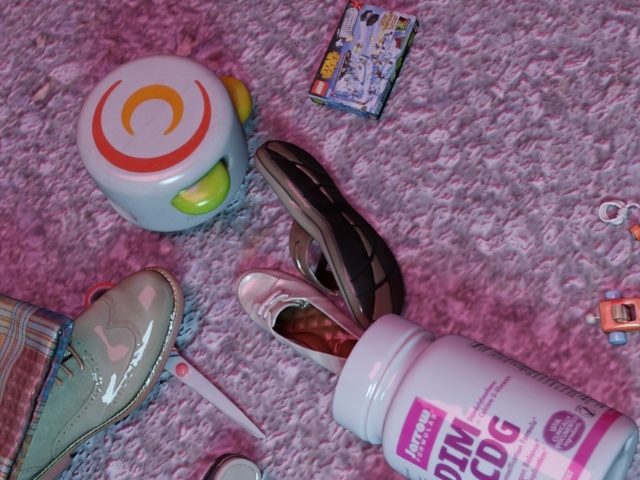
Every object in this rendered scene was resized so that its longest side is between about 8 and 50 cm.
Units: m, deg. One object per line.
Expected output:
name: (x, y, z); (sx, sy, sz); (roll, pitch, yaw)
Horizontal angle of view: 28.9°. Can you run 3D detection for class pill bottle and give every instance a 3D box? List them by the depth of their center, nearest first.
pill bottle: (0.164, 0.194, 1.273); (0.283, 0.160, 0.160); (26, 81, 25)

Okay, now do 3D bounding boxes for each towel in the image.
towel: (-0.453, 0.175, 1.434); (0.370, 0.040, 0.271); (12, 80, 40)

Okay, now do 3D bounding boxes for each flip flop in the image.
flip flop: (0.000, 0.000, 1.435); (0.080, 0.112, 0.277); (-49, 64, 26)

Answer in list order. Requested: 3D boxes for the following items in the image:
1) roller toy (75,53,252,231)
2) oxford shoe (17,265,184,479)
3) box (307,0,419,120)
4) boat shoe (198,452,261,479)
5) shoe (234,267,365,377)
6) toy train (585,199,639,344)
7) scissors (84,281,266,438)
roller toy: (-0.188, -0.117, 1.507); (0.191, 0.146, 0.209); (3, 66, 10)
oxford shoe: (-0.294, 0.167, 1.436); (0.123, 0.130, 0.348); (41, 94, 25)
box: (0.053, -0.223, 1.529); (0.094, 0.027, 0.137); (19, 78, 22)
boat shoe: (-0.132, 0.333, 1.390); (0.206, 0.075, 0.065); (-64, 23, -4)
shoe: (-0.015, 0.091, 1.424); (0.219, 0.058, 0.076); (32, 83, 25)
toy train: (0.346, 0.026, 1.334); (0.125, 0.046, 0.166); (-3, 71, 17)
scissors: (-0.173, 0.137, 1.481); (0.297, 0.021, 0.109); (19, 78, 24)
